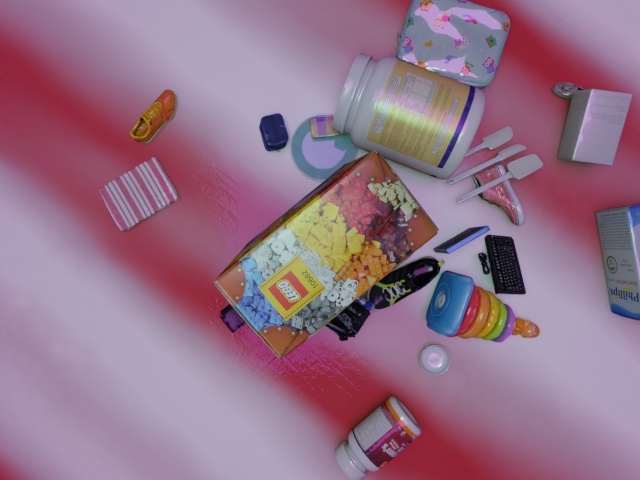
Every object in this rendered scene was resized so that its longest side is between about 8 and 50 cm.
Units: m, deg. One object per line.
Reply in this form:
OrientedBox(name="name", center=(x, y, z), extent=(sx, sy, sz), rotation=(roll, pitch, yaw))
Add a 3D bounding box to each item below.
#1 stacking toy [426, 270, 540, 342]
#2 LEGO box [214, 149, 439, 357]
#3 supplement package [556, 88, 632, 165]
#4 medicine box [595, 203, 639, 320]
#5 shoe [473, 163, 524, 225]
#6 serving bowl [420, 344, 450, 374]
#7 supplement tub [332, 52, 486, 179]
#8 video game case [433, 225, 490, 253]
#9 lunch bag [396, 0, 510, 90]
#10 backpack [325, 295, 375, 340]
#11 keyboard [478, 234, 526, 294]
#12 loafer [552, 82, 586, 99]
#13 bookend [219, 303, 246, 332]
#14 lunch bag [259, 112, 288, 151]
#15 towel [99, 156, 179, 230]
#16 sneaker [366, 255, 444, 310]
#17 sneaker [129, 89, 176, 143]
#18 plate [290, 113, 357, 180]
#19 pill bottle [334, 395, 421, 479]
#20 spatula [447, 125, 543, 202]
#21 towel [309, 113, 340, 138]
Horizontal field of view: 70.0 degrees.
OrientedBox(name="stacking toy", center=(0.449, 0.205, 1.216), extent=(0.301, 0.175, 0.166), rotation=(20, 90, -11))
OrientedBox(name="LEGO box", center=(0.000, 0.000, 1.042), extent=(0.372, 0.500, 0.193), rotation=(-39, 97, 1))
OrientedBox(name="supplement package", center=(0.709, -0.293, 1.192), extent=(0.105, 0.105, 0.180), rotation=(9, 104, 2))
OrientedBox(name="medicine box", center=(0.900, 0.040, 1.178), extent=(0.263, 0.149, 0.290), rotation=(-9, 88, 3))
OrientedBox(name="shoe", center=(0.483, -0.114, 1.246), extent=(0.081, 0.063, 0.178), rotation=(-21, 83, 4))
OrientedBox(name="serving bowl", center=(0.316, 0.328, 1.267), extent=(0.083, 0.027, 0.084), rotation=(0, 90, 4))
OrientedBox(name="supplement tub", center=(0.219, -0.320, 1.169), extent=(0.330, 0.241, 0.241), rotation=(22, 91, 2))
OrientedBox(name="video game case", center=(0.365, -0.001, 1.196), extent=(0.119, 0.166, 0.015), rotation=(-30, 88, 2))
OrientedBox(name="lunch bag", center=(0.341, -0.519, 1.230), extent=(0.278, 0.108, 0.224), rotation=(16, 94, 4))
OrientedBox(name="backpack", center=(0.038, 0.174, 1.220), extent=(0.173, 0.158, 0.117), rotation=(35, 73, 5))
OrientedBox(name="keyboard", center=(0.477, 0.061, 1.215), extent=(0.108, 0.023, 0.180), rotation=(2, 54, 2))
OrientedBox(name="loafer", center=(0.698, -0.403, 1.244), extent=(0.125, 0.039, 0.045), rotation=(22, 92, 3))
OrientedBox(name="bookend", center=(-0.210, 0.183, 1.231), extent=(0.157, 0.156, 0.072), rotation=(-39, 88, 3))
OrientedBox(name="lunch bag", center=(-0.130, -0.296, 1.275), extent=(0.067, 0.065, 0.099), rotation=(-14, 88, -13))
OrientedBox(name="towel", center=(-0.521, -0.132, 1.315), extent=(0.196, 0.029, 0.144), rotation=(-30, 88, 0))
OrientedBox(name="sneaker", center=(0.226, 0.110, 1.238), extent=(0.234, 0.097, 0.084), rotation=(-34, 88, 2))
OrientedBox(name="sneaker", center=(-0.468, -0.350, 1.291), extent=(0.064, 0.067, 0.175), rotation=(33, 90, 4))
OrientedBox(name="plate", center=(0.010, -0.261, 1.287), extent=(0.187, 0.024, 0.189), rotation=(0, 89, 3))
OrientedBox(name="pill bottle", center=(0.152, 0.535, 1.228), extent=(0.221, 0.121, 0.121), rotation=(-42, 88, 2))
OrientedBox(name="spatula", center=(0.446, -0.202, 1.232), extent=(0.241, 0.019, 0.168), rotation=(-26, 62, 2))
OrientedBox(name="towel", center=(0.013, -0.316, 1.270), extent=(0.083, 0.009, 0.060), rotation=(-8, 90, 4))
